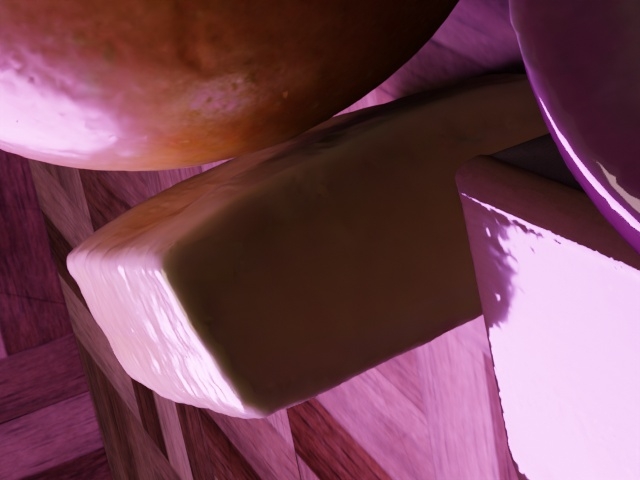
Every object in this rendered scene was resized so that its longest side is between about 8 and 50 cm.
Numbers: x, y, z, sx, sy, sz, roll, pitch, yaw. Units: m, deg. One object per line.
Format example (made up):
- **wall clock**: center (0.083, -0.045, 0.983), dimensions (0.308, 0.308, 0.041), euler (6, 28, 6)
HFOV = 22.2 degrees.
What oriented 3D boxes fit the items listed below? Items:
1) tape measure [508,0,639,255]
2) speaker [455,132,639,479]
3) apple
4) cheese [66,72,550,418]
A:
- **tape measure**: center (0.173, -0.075, 0.406), dimensions (0.149, 0.245, 0.231), euler (25, -151, -59)
- **speaker**: center (0.178, 0.044, 0.622), dimensions (0.231, 0.153, 0.193), euler (30, 137, 63)
- **apple**: center (-0.098, -0.227, 0.840), dimensions (0.374, 0.374, 0.384), euler (24, 131, 66)
- **cheese**: center (0.000, 0.000, 0.944), dimensions (0.124, 0.242, 0.265), euler (63, 163, -8)
